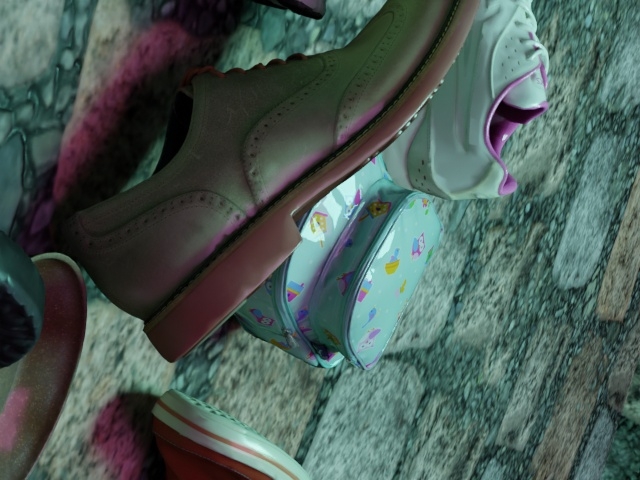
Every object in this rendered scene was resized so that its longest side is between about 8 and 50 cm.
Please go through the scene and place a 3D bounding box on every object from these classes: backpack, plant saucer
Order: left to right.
[{"bbox_3d":[-0.202,0.093,0.933,0.198,0.036,0.198,-57,161,-31],"label":"plant saucer"},{"bbox_3d":[0.000,0.000,1.206,0.166,0.144,0.188,-60,148,-12],"label":"backpack"}]

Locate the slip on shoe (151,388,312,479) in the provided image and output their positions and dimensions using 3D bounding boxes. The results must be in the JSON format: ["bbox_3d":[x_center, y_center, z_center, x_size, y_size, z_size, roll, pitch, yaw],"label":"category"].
[{"bbox_3d":[-0.071,0.221,1.252,0.101,0.123,0.331,-54,157,-25],"label":"slip on shoe"}]

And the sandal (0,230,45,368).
[{"bbox_3d":[-0.229,-0.056,0.646,0.446,0.167,0.107,61,35,-60],"label":"sandal"}]

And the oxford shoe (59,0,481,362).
[{"bbox_3d":[-0.023,-0.085,1.055,0.348,0.130,0.123,-48,-176,-26],"label":"oxford shoe"}]

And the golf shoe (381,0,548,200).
[{"bbox_3d":[0.151,-0.175,1.405,0.115,0.140,0.306,24,84,-65],"label":"golf shoe"}]

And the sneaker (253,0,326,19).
[{"bbox_3d":[-0.036,-0.212,1.048,0.208,0.081,0.094,19,90,-78],"label":"sneaker"}]
